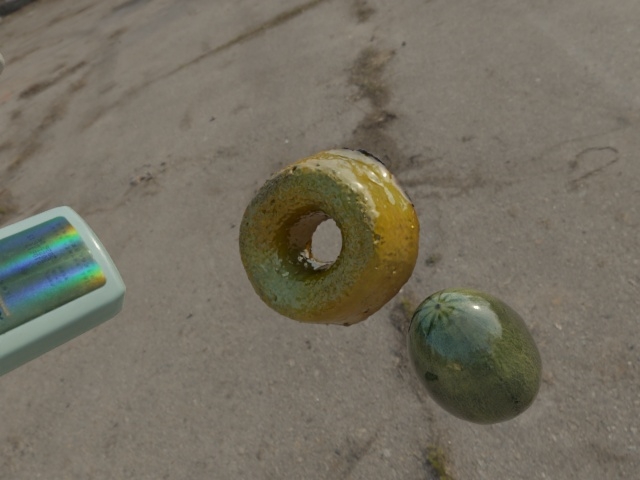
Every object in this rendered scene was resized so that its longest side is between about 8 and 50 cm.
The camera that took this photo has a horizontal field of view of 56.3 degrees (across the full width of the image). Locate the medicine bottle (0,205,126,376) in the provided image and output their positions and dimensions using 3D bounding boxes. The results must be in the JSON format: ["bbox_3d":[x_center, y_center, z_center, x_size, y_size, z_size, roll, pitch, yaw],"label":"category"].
[{"bbox_3d":[-0.308,0.062,0.545,0.228,0.083,0.121,-30,74,-34],"label":"medicine bottle"}]

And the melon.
[{"bbox_3d":[0.121,0.091,0.475,0.098,0.131,0.098,-25,41,24],"label":"melon"}]

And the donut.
[{"bbox_3d":[-0.002,0.002,0.875,0.277,0.278,0.108,-4,4,31],"label":"donut"}]

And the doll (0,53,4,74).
[{"bbox_3d":[-0.301,-0.011,0.350,0.384,0.188,0.099,-44,-3,27],"label":"doll"}]
